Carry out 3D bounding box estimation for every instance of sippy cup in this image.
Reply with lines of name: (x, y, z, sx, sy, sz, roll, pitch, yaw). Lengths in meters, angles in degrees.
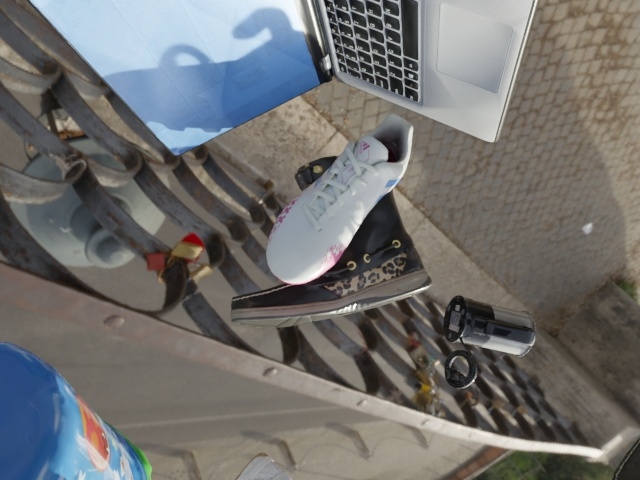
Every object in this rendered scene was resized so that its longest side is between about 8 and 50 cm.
sippy cup: (-0.252, 0.195, 0.403, 0.306, 0.240, 0.224, -6, 138, -13)

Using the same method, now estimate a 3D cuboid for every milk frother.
milk frother: (0.289, 0.184, 0.947, 0.135, 0.129, 0.143, 14, 105, -11)

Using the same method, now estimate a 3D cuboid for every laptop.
laptop: (-0.019, -0.189, 0.595, 0.236, 0.408, 0.382, -59, 163, -10)

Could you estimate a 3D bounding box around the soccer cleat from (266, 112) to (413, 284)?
soccer cleat: (0.032, -0.079, 0.826, 0.331, 0.116, 0.143, -49, 167, -33)

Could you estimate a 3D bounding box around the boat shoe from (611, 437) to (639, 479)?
boat shoe: (0.416, 0.220, 0.626, 0.069, 0.081, 0.227, 32, 109, -12)

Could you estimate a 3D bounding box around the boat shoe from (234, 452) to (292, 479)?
boat shoe: (-0.154, 0.507, 0.942, 0.277, 0.096, 0.098, -48, 152, -26)

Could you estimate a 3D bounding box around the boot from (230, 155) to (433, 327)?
boot: (0.000, 0.000, 1.015, 0.378, 0.284, 0.138, -11, 169, -11)
